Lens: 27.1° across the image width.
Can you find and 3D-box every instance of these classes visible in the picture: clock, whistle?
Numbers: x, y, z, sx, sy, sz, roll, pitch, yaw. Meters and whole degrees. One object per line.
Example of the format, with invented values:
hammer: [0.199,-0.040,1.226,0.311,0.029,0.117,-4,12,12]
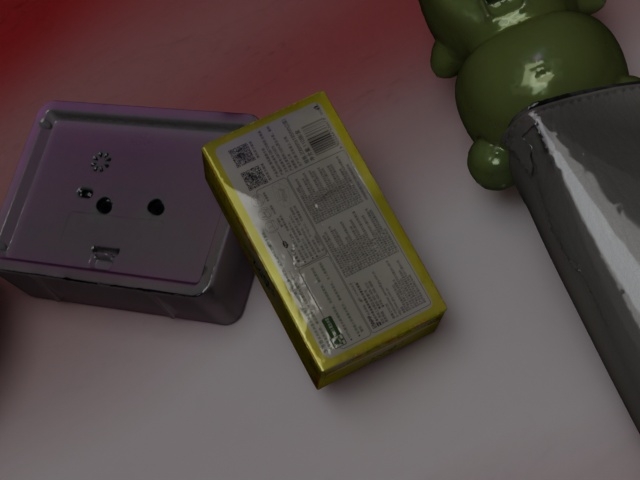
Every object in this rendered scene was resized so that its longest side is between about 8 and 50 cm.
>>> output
clock: [-0.138,-0.022,0.998,0.197,0.063,0.150,6,68,24]
whistle: [0.133,-0.157,0.932,0.131,0.106,0.288,-24,60,12]

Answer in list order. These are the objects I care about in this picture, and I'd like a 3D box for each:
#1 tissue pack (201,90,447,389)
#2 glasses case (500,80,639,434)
tissue pack: [0.000,0.000,0.896,0.095,0.062,0.176,-26,76,-11]
glasses case: [0.226,0.045,0.799,0.128,0.083,0.308,-21,72,-8]
